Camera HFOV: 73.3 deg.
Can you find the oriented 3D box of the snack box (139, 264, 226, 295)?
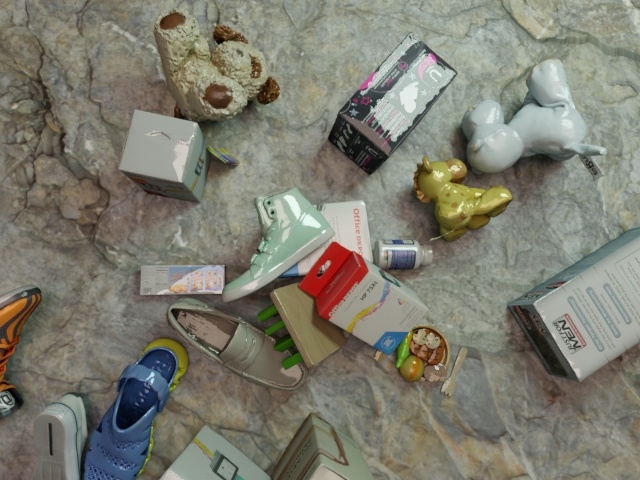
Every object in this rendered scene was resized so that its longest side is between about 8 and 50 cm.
[{"bbox_3d":[-0.297,0.086,0.935,0.178,0.022,0.064,0,80,-4],"label":"snack box"}]

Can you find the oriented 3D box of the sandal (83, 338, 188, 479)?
[{"bbox_3d":[-0.372,0.347,0.832,0.126,0.138,0.317,19,82,-3],"label":"sandal"}]

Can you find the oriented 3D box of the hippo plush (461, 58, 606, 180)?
[{"bbox_3d":[0.456,-0.227,0.982,0.236,0.234,0.294,-19,65,23],"label":"hippo plush"}]

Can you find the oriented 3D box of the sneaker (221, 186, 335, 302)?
[{"bbox_3d":[-0.114,0.002,0.842,0.256,0.094,0.151,-37,90,-15],"label":"sneaker"}]

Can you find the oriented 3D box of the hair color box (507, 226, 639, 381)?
[{"bbox_3d":[0.638,0.130,0.957,0.374,0.113,0.185,-28,84,-9],"label":"hair color box"}]

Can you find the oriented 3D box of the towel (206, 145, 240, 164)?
[{"bbox_3d":[-0.216,-0.190,0.958,0.060,0.083,0.009,38,102,3],"label":"towel"}]

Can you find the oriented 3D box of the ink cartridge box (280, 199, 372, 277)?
[{"bbox_3d":[0.000,0.000,0.940,0.203,0.086,0.148,-5,82,-5],"label":"ink cartridge box"}]

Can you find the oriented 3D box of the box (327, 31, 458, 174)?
[{"bbox_3d":[0.155,-0.294,0.960,0.142,0.163,0.247,41,81,-1],"label":"box"}]

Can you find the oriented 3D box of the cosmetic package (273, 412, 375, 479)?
[{"bbox_3d":[0.001,0.438,0.764,0.129,0.296,0.153,35,80,0],"label":"cosmetic package"}]

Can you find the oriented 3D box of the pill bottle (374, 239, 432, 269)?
[{"bbox_3d":[0.184,0.031,0.960,0.120,0.067,0.067,1,81,-4],"label":"pill bottle"}]

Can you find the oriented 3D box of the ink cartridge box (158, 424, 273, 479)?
[{"bbox_3d":[-0.218,0.495,0.752,0.197,0.270,0.198,38,80,3],"label":"ink cartridge box"}]

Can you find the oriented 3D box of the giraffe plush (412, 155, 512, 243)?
[{"bbox_3d":[0.283,-0.103,0.945,0.210,0.181,0.170,-18,70,-24],"label":"giraffe plush"}]

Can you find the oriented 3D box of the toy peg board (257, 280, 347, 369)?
[{"bbox_3d":[-0.044,0.177,0.891,0.079,0.160,0.161,-34,79,24],"label":"toy peg board"}]

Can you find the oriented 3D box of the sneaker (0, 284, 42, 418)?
[{"bbox_3d":[-0.633,0.246,0.846,0.180,0.124,0.321,45,91,-1],"label":"sneaker"}]

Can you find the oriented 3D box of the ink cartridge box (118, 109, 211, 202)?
[{"bbox_3d":[-0.314,-0.167,0.896,0.128,0.176,0.127,11,80,-2],"label":"ink cartridge box"}]

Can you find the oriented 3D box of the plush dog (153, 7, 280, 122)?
[{"bbox_3d":[-0.215,-0.359,0.951,0.225,0.210,0.262,-29,81,-28],"label":"plush dog"}]

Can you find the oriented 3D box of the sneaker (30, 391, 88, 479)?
[{"bbox_3d":[-0.494,0.420,0.835,0.094,0.091,0.258,13,102,2],"label":"sneaker"}]

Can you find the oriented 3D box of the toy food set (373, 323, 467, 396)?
[{"bbox_3d":[0.227,0.250,0.942,0.192,0.038,0.132,26,80,0],"label":"toy food set"}]

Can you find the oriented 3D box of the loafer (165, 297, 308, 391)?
[{"bbox_3d":[-0.171,0.217,0.879,0.319,0.111,0.112,26,78,0],"label":"loafer"}]

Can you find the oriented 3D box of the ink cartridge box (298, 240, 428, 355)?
[{"bbox_3d":[0.085,0.118,0.879,0.231,0.078,0.134,32,104,-17],"label":"ink cartridge box"}]
